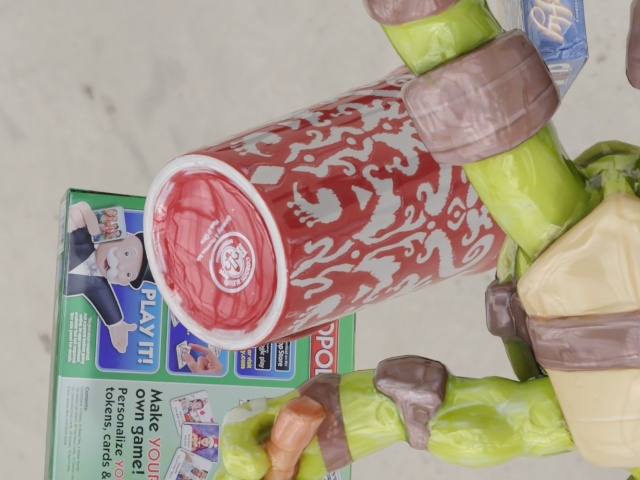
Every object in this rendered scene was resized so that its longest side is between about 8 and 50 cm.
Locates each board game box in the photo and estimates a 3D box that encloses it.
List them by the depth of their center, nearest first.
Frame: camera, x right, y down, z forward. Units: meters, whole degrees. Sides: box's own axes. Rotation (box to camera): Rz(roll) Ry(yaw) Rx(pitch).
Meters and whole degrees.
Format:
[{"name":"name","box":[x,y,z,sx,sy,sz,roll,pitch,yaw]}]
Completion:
[{"name":"board game box","box":[0.146,-0.224,1.080,0.165,0.042,0.243,70,-163,-84]},{"name":"board game box","box":[-0.083,0.131,1.087,0.046,0.213,0.317,155,118,-71]}]

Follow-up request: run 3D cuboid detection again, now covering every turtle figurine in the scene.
[{"name":"turtle figurine","box":[0.090,0.005,0.379,0.269,0.087,0.217,-8,110,16]}]

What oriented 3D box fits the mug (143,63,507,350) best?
[{"name":"mug","box":[0.007,0.001,0.742,0.113,0.169,0.150,23,119,36]}]
